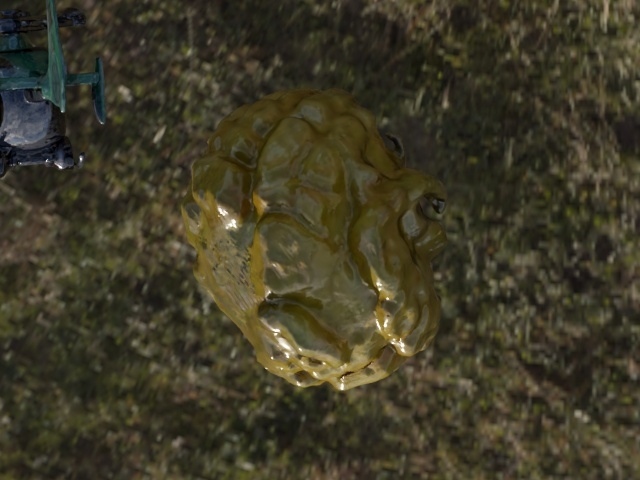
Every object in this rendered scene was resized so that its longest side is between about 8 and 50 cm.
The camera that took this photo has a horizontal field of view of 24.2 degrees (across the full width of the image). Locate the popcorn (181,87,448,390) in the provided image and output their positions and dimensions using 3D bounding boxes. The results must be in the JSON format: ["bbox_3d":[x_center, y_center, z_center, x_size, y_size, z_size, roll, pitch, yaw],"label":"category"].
[{"bbox_3d":[0.000,0.000,1.175,0.190,0.250,0.250,-38,116,-14],"label":"popcorn"}]

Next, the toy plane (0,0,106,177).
[{"bbox_3d":[-0.264,-0.134,1.324,0.106,0.381,0.155,-7,97,-19],"label":"toy plane"}]
